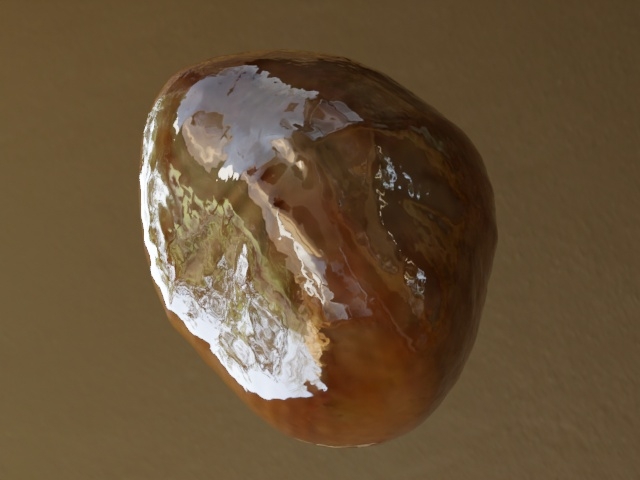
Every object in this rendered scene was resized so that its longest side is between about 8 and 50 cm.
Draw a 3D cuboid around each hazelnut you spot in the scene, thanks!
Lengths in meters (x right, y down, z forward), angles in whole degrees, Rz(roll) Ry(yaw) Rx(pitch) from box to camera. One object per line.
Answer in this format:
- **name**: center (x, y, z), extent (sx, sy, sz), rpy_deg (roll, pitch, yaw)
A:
- **hazelnut**: center (0.009, -0.005, 0.775), extent (0.210, 0.186, 0.210), rpy_deg (14, -71, 46)
